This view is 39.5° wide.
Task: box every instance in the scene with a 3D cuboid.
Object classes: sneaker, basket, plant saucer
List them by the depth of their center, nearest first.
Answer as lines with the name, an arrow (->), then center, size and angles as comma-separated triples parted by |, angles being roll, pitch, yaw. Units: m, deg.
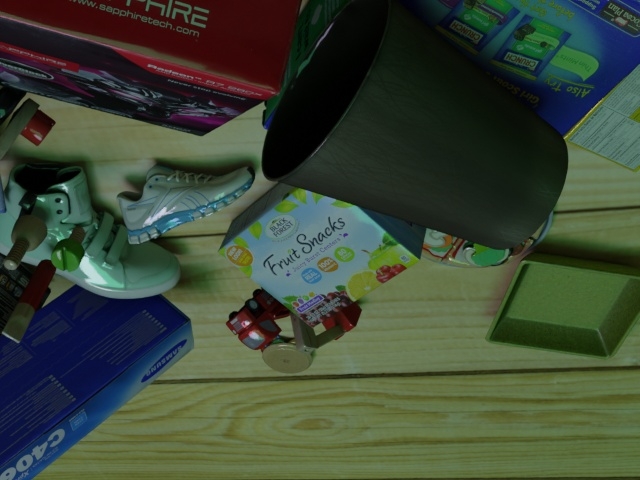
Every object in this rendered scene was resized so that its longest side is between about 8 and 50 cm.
basket -> 0.093, -0.089, 0.800 | 0.226, 0.154, 0.204 | 24, 138, -23
sneaker -> -0.174, -0.063, 1.114 | 0.190, 0.071, 0.083 | -22, 102, 14
sneaker -> -0.293, -0.015, 1.160 | 0.255, 0.094, 0.151 | 17, 135, -13
plant saucer -> 0.338, 0.083, 1.222 | 0.188, 0.045, 0.188 | 8, 138, -2

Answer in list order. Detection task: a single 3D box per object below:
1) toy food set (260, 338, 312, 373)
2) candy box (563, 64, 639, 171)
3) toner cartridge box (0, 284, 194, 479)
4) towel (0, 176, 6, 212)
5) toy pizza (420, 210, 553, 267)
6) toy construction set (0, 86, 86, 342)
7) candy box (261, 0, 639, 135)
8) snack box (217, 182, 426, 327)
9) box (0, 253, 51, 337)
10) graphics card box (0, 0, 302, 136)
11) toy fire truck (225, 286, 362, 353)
toy food set -> -0.053, 0.182, 1.407 | 0.082, 0.020, 0.083 | 2, 139, 6
candy box -> 0.362, -0.161, 0.954 | 0.105, 0.027, 0.206 | 23, 136, -14
toner cartridge box -> -0.351, 0.181, 1.179 | 0.165, 0.347, 0.075 | 36, 148, 26
towel -> -0.478, -0.159, 1.026 | 0.209, 0.034, 0.285 | 6, 128, 1
toy pizza -> 0.192, -0.023, 1.130 | 0.201, 0.032, 0.201 | 4, 139, 3
toy construction set -> -0.399, -0.011, 0.960 | 0.257, 0.237, 0.309 | -19, 123, 18
candy box -> 0.130, -0.191, 0.881 | 0.268, 0.122, 0.317 | 23, 135, -20
snack box -> 0.000, 0.000, 1.138 | 0.174, 0.070, 0.207 | 41, 128, -19
box -> -0.518, 0.078, 1.199 | 0.060, 0.216, 0.270 | -2, 142, 36
graphics card box -> -0.176, -0.176, 0.793 | 0.232, 0.094, 0.371 | 12, 179, -17
toy fire truck -> -0.033, 0.108, 1.232 | 0.135, 0.192, 0.047 | 49, 128, -3
